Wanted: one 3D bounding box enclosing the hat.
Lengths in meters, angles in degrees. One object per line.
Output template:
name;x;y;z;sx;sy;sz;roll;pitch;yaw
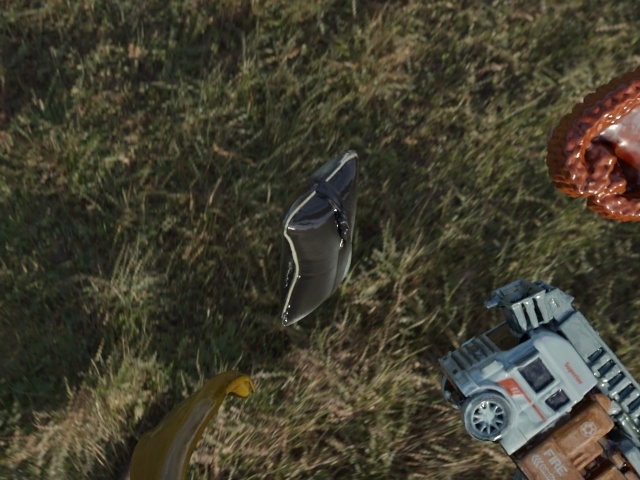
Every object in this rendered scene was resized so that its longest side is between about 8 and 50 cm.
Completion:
hat;0.196;-0.068;0.679;0.112;0.162;0.093;-30;102;3

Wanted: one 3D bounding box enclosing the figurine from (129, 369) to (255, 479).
figurine;-0.109;0.326;0.612;0.268;0.387;0.401;42;96;-2

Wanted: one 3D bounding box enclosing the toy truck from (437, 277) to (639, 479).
toy truck;0.266;0.196;1.070;0.184;0.133;0.338;-37;98;1

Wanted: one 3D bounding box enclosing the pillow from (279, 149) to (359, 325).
pillow;-0.002;-0.001;0.770;0.055;0.135;0.091;9;49;3
